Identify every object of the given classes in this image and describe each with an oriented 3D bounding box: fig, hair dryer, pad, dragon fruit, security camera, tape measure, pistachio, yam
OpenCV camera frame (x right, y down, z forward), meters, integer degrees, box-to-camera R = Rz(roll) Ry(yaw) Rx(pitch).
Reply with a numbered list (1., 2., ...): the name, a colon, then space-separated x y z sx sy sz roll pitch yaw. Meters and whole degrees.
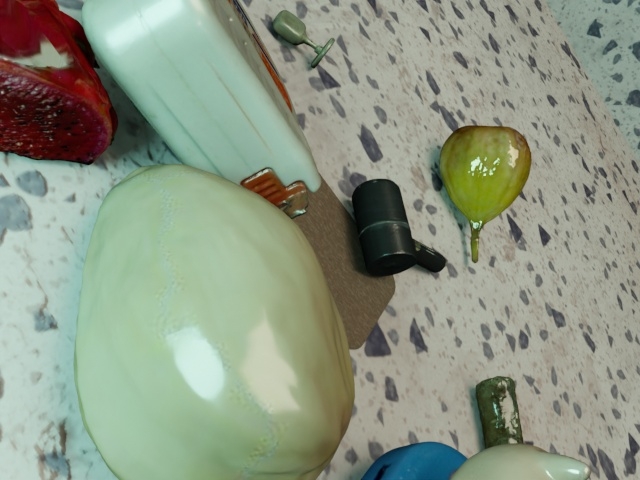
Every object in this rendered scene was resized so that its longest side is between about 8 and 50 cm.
1. fig: 0.283 -0.080 1.105 0.159 0.159 0.257 25 67 -36
2. hair dryer: 0.131 0.002 0.926 0.219 0.071 0.124 26 48 -47
3. pad: 0.000 0.000 0.829 0.266 0.002 0.176 53 39 -10
4. dragon fruit: -0.272 -0.150 0.522 0.262 0.189 0.163 10 91 -49
5. security camera: -0.030 -0.307 0.957 0.092 0.058 0.058 34 44 -12
6. tape measure: -0.120 -0.172 0.651 0.258 0.130 0.265 53 13 -41
7. pistachio: -0.095 0.070 0.538 0.226 0.208 0.331 -16 63 -15
8. yam: 0.259 0.326 0.872 0.061 0.061 0.274 24 52 -37

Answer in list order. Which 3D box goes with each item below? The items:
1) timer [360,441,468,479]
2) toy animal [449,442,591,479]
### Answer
1. timer: 0.118 0.396 0.626 0.340 0.115 0.309 59 37 -2
2. toy animal: 0.193 0.298 0.557 0.166 0.154 0.250 -35 103 -32
